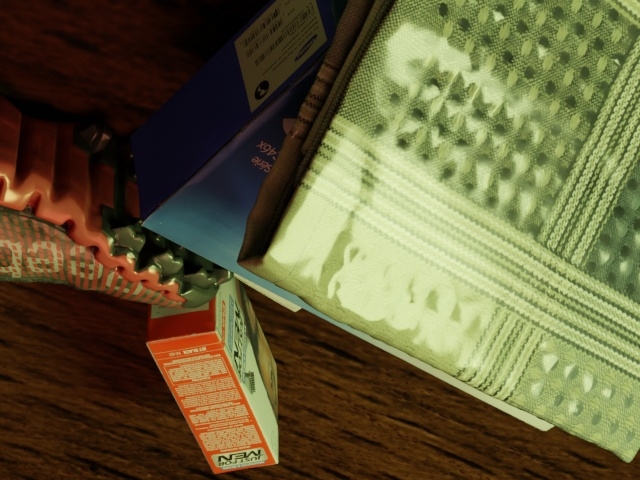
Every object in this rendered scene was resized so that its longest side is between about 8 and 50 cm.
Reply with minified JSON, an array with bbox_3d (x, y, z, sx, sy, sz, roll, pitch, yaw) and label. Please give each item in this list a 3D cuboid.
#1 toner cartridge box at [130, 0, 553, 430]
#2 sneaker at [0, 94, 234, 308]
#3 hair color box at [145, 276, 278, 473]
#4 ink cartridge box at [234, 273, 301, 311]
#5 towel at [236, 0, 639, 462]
[{"bbox_3d":[0.074,-0.012,0.995,0.348,0.075,0.165,28,125,-35],"label":"toner cartridge box"},{"bbox_3d":[-0.189,-0.019,1.050,0.276,0.097,0.135,26,132,-28],"label":"sneaker"},{"bbox_3d":[-0.073,0.080,1.178,0.053,0.093,0.167,-9,140,8],"label":"hair color box"},{"bbox_3d":[0.000,0.000,1.137,0.115,0.029,0.063,-34,131,30],"label":"ink cartridge box"},{"bbox_3d":[0.132,-0.068,0.903,0.324,0.056,0.312,30,87,-37],"label":"towel"}]
